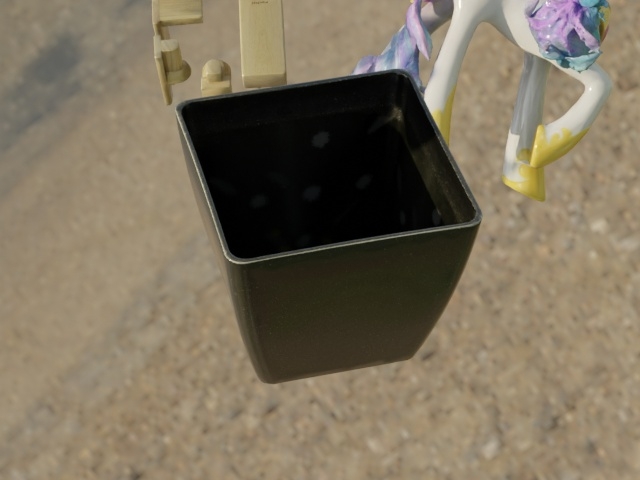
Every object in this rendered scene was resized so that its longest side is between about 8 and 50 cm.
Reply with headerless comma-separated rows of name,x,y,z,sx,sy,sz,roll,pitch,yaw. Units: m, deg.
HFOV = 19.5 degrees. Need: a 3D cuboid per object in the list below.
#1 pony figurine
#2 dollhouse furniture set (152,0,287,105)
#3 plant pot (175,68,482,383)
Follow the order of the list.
pony figurine,0.173,-0.259,1.857,0.363,0.351,0.303,-63,4,13
dollhouse furniture set,-0.115,-0.212,2.187,0.151,0.123,0.144,-4,59,1
plant pot,0.000,0.000,1.414,0.187,0.167,0.188,-9,44,-12
